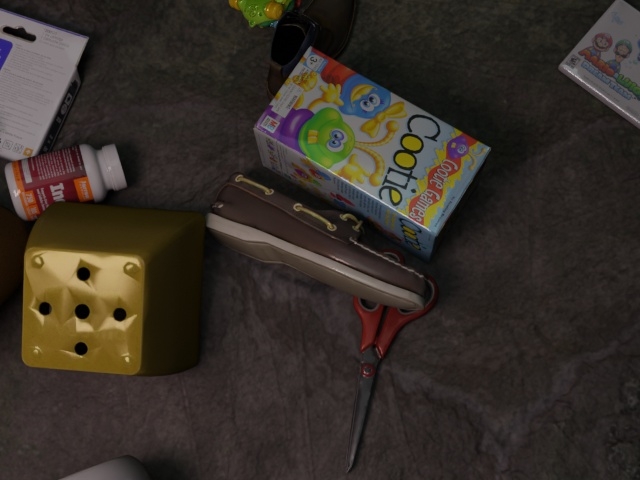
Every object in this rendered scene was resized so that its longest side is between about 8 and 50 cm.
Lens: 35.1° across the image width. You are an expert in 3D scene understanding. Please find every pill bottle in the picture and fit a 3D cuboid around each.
[{"bbox_3d":[-0.348,-0.084,1.391,0.152,0.086,0.086,-16,74,-10],"label":"pill bottle"}]

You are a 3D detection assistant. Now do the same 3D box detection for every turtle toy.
[{"bbox_3d":[-0.064,-0.357,1.470,0.095,0.066,0.130,24,73,33],"label":"turtle toy"}]

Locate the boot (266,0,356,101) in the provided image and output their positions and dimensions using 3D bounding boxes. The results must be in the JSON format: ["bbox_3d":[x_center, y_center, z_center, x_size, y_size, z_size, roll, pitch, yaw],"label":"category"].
[{"bbox_3d":[-0.009,-0.298,1.431,0.082,0.106,0.219,25,77,9],"label":"boot"}]

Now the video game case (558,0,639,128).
[{"bbox_3d":[0.445,-0.252,1.444,0.157,0.019,0.143,39,79,12],"label":"video game case"}]

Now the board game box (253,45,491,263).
[{"bbox_3d":[0.068,-0.113,1.356,0.275,0.144,0.142,31,77,10],"label":"board game box"}]

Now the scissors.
[{"bbox_3d":[0.059,0.153,1.349,0.109,0.021,0.297,26,78,8],"label":"scissors"}]

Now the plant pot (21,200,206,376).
[{"bbox_3d":[-0.269,0.070,1.261,0.212,0.187,0.212,4,97,3],"label":"plant pot"}]

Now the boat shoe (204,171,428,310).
[{"bbox_3d":[0.000,0.000,1.336,0.324,0.116,0.097,20,75,19],"label":"boat shoe"}]

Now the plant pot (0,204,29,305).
[{"bbox_3d":[-0.494,0.037,1.273,0.237,0.254,0.237,6,105,25],"label":"plant pot"}]

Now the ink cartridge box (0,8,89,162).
[{"bbox_3d":[-0.460,-0.226,1.461,0.206,0.045,0.208,20,78,8],"label":"ink cartridge box"}]

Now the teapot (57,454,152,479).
[{"bbox_3d":[-0.292,0.381,1.187,0.256,0.252,0.187,-29,79,28],"label":"teapot"}]
